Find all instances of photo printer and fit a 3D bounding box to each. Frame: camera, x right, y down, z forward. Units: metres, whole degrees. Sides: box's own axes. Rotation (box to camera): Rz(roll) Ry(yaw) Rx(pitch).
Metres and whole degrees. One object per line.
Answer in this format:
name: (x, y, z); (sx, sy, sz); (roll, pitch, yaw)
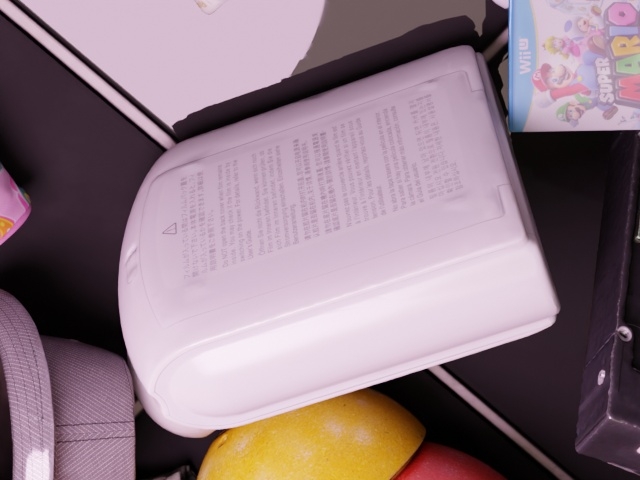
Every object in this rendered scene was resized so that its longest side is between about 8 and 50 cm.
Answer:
photo printer: (0.000, 0.000, 1.144); (0.307, 0.256, 0.107); (-19, 130, 8)

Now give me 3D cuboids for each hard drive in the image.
hard drive: (0.312, 0.033, 1.113); (0.237, 0.339, 0.064); (19, 144, -7)

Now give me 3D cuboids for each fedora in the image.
fedora: (-0.224, 0.159, 1.251); (0.124, 0.275, 0.244); (1, 73, -29)

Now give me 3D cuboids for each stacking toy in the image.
stacking toy: (0.019, 0.229, 1.261); (0.350, 0.350, 0.480); (-38, 88, 16)

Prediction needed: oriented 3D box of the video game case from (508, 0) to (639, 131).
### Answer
video game case: (0.214, -0.133, 1.093); (0.166, 0.015, 0.119); (-1, 118, 5)

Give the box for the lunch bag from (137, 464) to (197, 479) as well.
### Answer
lunch bag: (-0.172, 0.356, 1.337); (0.235, 0.169, 0.287); (-23, 88, 13)

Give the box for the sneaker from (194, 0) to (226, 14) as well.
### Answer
sneaker: (-0.133, -0.230, 1.127); (0.292, 0.108, 0.169); (-18, 108, 7)

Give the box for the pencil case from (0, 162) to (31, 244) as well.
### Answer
pencil case: (-0.338, -0.105, 1.182); (0.124, 0.124, 0.284); (-28, 108, 13)

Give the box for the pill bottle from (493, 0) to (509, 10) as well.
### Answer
pill bottle: (0.179, -0.204, 1.129); (0.180, 0.108, 0.108); (25, 111, -9)
